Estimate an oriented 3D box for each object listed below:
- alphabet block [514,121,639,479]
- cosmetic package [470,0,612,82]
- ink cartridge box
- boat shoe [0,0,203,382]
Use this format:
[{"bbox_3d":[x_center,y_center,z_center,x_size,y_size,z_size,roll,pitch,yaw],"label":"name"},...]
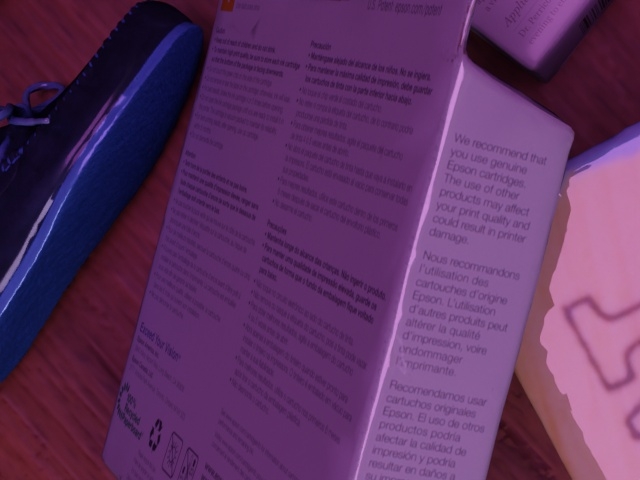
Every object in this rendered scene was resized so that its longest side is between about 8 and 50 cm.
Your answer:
[{"bbox_3d":[0.195,0.036,0.780,0.193,0.192,0.197,-29,85,12],"label":"alphabet block"},{"bbox_3d":[0.060,-0.196,0.855,0.231,0.085,0.117,40,97,10],"label":"cosmetic package"},{"bbox_3d":[0.000,0.000,0.759,0.071,0.324,0.330,14,95,-22],"label":"ink cartridge box"},{"bbox_3d":[-0.165,-0.030,0.890,0.089,0.109,0.258,38,96,14],"label":"boat shoe"}]
